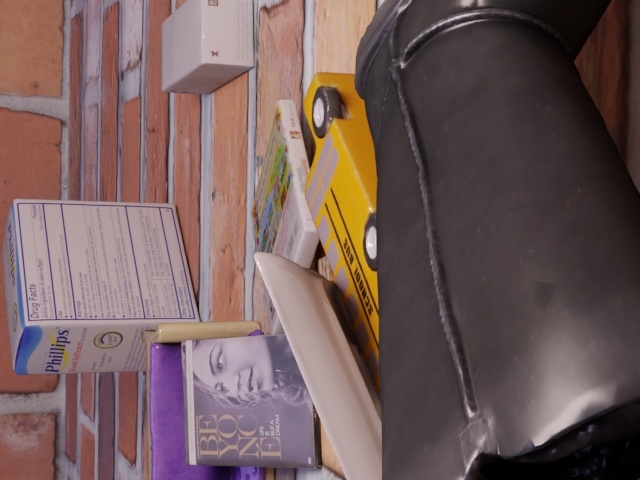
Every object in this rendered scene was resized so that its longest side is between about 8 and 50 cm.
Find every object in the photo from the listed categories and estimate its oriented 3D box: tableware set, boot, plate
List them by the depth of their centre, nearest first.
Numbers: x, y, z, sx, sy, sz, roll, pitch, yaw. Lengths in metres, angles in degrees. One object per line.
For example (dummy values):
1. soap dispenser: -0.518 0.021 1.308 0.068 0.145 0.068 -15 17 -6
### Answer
1. boot: 0.143 -0.072 0.670 0.445 0.146 0.367 -89 22 -47
2. plate: 0.029 0.137 1.058 0.278 0.045 0.277 36 -151 -83
3. tableware set: 0.000 0.000 1.375 0.104 0.024 0.154 144 122 -67

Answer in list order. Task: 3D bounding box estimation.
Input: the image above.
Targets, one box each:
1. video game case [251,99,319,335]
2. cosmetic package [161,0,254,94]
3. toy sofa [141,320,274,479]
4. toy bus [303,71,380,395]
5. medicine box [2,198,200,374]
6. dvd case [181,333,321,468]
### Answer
1. video game case: -0.046 -0.025 1.440 0.227 0.026 0.206 107 156 -50
2. cosmetic package: -0.173 -0.295 1.727 0.231 0.086 0.117 175 95 -66
3. toy sofa: -0.158 0.293 1.588 0.177 0.150 0.362 171 99 -69
4. toy bus: 0.068 -0.017 1.091 0.130 0.108 0.332 109 151 -42
5. medicine box: -0.376 0.077 1.944 0.149 0.289 0.263 115 148 -46
6. dvd case: -0.092 0.204 1.460 0.221 0.018 0.164 -7 83 38
